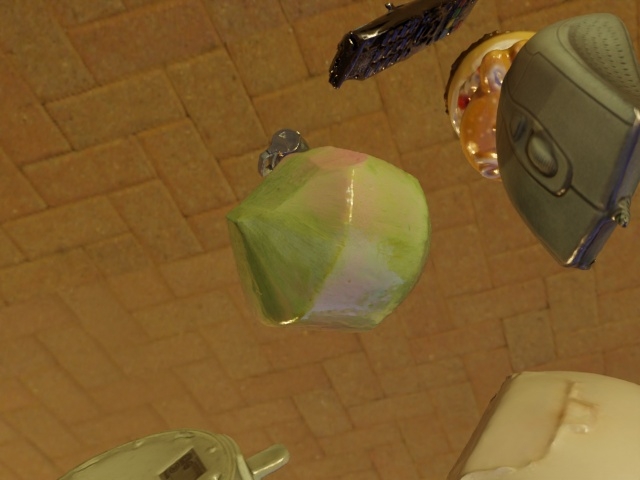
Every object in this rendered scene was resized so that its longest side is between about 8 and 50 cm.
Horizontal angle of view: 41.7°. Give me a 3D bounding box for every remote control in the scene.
[{"bbox_3d":[0.150,-0.368,1.459,0.062,0.398,0.145,45,137,11],"label":"remote control"}]

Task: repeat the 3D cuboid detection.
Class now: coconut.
[{"bbox_3d":[0.000,0.000,0.928,0.235,0.205,0.236,9,174,1],"label":"coconut"}]

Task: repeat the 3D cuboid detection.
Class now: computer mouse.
[{"bbox_3d":[0.252,-0.122,0.877,0.121,0.371,0.188,11,124,-2],"label":"computer mouse"}]

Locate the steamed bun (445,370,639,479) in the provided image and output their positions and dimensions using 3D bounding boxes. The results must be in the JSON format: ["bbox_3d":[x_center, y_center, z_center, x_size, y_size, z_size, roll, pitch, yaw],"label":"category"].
[{"bbox_3d":[0.196,0.253,0.554,0.309,0.309,0.309,-4,137,-4],"label":"steamed bun"}]

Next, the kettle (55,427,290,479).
[{"bbox_3d":[-0.078,0.377,0.792,0.361,0.250,0.377,-28,107,-20],"label":"kettle"}]

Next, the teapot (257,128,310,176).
[{"bbox_3d":[-0.058,-0.131,1.262,0.088,0.066,0.057,-34,156,-11],"label":"teapot"}]

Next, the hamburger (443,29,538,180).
[{"bbox_3d":[0.368,-0.249,1.537,0.260,0.186,0.303,-10,127,4],"label":"hamburger"}]
